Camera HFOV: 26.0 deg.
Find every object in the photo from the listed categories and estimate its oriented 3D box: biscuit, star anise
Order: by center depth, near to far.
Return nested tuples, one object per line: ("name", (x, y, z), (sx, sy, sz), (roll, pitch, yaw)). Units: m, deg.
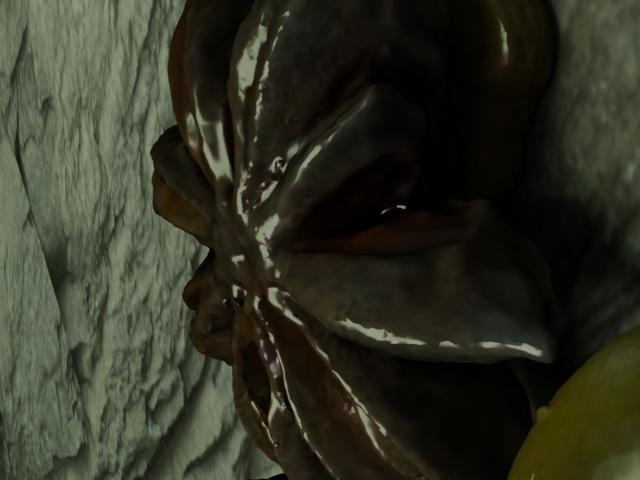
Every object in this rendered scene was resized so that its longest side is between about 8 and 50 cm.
("star anise", (0.008, -0.008, 0.620), (0.315, 0.108, 0.315), (25, 120, 54))
("biscuit", (0.046, -0.023, 0.708), (0.183, 0.047, 0.319), (66, 153, 27))

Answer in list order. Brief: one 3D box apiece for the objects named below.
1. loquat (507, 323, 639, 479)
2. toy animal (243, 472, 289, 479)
("loquat", (0.125, 0.109, 0.417), (0.152, 0.152, 0.195), (47, 129, 55))
("toy animal", (0.018, 0.277, 0.680), (0.182, 0.247, 0.310), (-53, 53, 14))
